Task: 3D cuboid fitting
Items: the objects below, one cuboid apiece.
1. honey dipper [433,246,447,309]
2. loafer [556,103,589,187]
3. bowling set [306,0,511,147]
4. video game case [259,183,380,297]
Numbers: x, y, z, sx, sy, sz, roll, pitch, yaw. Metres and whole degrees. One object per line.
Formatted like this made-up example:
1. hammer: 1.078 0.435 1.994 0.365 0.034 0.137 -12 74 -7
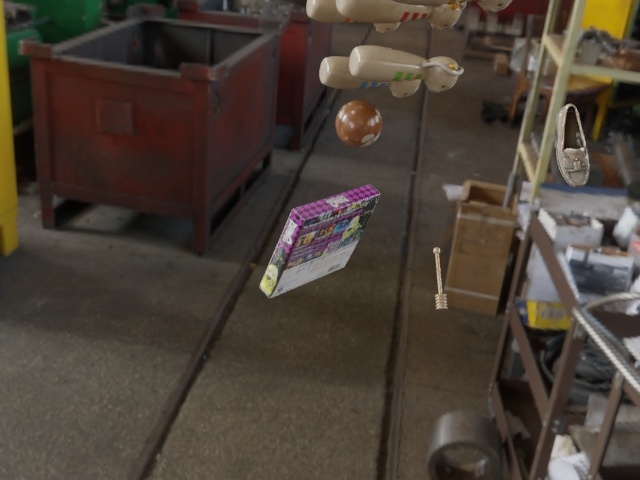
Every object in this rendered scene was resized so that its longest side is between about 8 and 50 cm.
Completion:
1. honey dipper: 0.307 0.097 2.094 0.030 0.161 0.030 -2 -11 0
2. loafer: 0.377 -0.143 1.222 0.045 0.125 0.039 -7 -6 8
3. bowling set: 0.089 -0.207 0.950 0.154 0.200 0.287 2 10 -20
4. video game case: 0.000 0.000 1.623 0.232 0.210 0.042 -21 56 -44
